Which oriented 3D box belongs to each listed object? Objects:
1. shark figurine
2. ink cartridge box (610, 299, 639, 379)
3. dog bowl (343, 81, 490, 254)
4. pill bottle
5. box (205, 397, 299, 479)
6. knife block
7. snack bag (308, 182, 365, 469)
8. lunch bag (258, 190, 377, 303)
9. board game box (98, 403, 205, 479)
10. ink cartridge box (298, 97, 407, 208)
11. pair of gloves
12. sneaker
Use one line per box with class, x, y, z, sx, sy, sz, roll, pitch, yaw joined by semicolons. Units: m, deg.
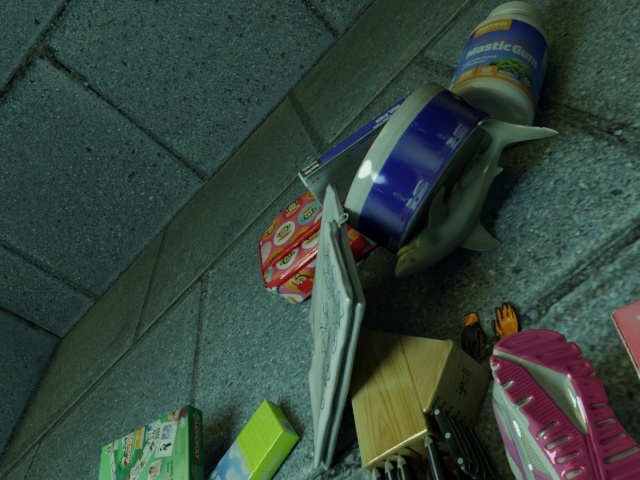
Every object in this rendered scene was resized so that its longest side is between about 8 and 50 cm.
shark figurine;0.233;-0.046;0.708;0.278;0.116;0.166;-57;-19;16
ink cartridge box;0.344;0.137;0.280;0.207;0.117;0.282;-33;30;31
dog bowl;0.155;-0.110;0.768;0.265;0.104;0.264;-50;-15;-19
pill bottle;0.327;-0.310;0.865;0.152;0.152;0.271;-15;43;50
box;-0.118;0.370;0.797;0.178;0.042;0.109;-54;25;-5
knife block;0.094;0.240;0.578;0.276;0.088;0.242;-5;50;55
snack bag;0.008;0.107;0.735;0.342;0.037;0.322;-97;12;-57
lunch bag;0.000;0.000;1.029;0.293;0.120;0.258;-40;32;17
board game box;-0.292;0.470;0.802;0.214;0.046;0.317;-29;45;14
ink cartridge box;0.070;-0.152;0.836;0.223;0.045;0.224;-35;-14;1
pair of gloves;0.221;0.118;0.627;0.083;0.010;0.074;-31;32;37
sneaker;0.229;0.206;0.408;0.103;0.111;0.252;-15;51;0
